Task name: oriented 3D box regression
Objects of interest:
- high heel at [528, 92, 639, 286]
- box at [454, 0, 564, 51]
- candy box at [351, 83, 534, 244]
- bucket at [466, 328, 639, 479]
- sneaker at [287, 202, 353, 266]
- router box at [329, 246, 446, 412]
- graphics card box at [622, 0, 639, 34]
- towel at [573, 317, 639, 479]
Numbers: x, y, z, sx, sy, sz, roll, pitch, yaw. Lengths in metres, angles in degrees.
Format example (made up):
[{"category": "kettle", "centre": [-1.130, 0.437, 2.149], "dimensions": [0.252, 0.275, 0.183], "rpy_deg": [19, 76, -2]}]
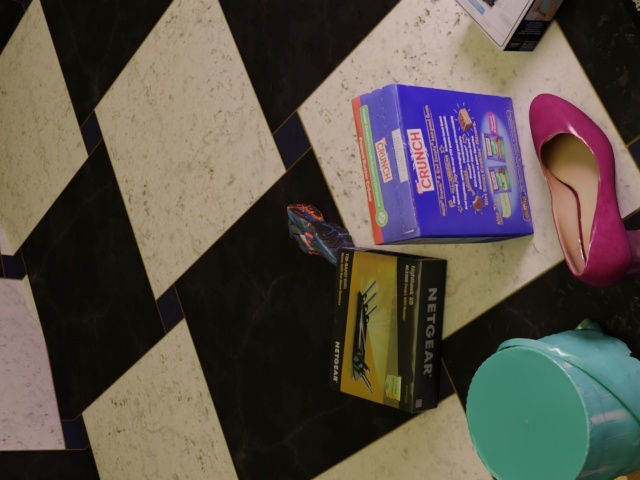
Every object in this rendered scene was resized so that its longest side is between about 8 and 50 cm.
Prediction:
[{"category": "high heel", "centre": [0.415, -0.098, 1.623], "dimensions": [0.127, 0.181, 0.377], "rpy_deg": [-46, 58, 38]}, {"category": "box", "centre": [0.370, -0.497, 1.711], "dimensions": [0.169, 0.087, 0.290], "rpy_deg": [57, 136, 30]}, {"category": "candy box", "centre": [0.222, -0.128, 1.734], "dimensions": [0.122, 0.317, 0.268], "rpy_deg": [-16, 79, 47]}, {"category": "bucket", "centre": [0.389, 0.282, 1.599], "dimensions": [0.281, 0.183, 0.281], "rpy_deg": [3, 94, 47]}, {"category": "sneaker", "centre": [0.000, 0.000, 2.169], "dimensions": [0.221, 0.083, 0.087], "rpy_deg": [45, 136, 44]}, {"category": "router box", "centre": [0.135, 0.177, 2.009], "dimensions": [0.243, 0.081, 0.308], "rpy_deg": [7, 96, 47]}, {"category": "graphics card box", "centre": [0.628, -0.399, 1.328], "dimensions": [0.094, 0.233, 0.371], "rpy_deg": [52, 153, -22]}, {"category": "towel", "centre": [0.490, 0.351, 1.655], "dimensions": [0.370, 0.040, 0.271], "rpy_deg": [56, 129, 31]}]
